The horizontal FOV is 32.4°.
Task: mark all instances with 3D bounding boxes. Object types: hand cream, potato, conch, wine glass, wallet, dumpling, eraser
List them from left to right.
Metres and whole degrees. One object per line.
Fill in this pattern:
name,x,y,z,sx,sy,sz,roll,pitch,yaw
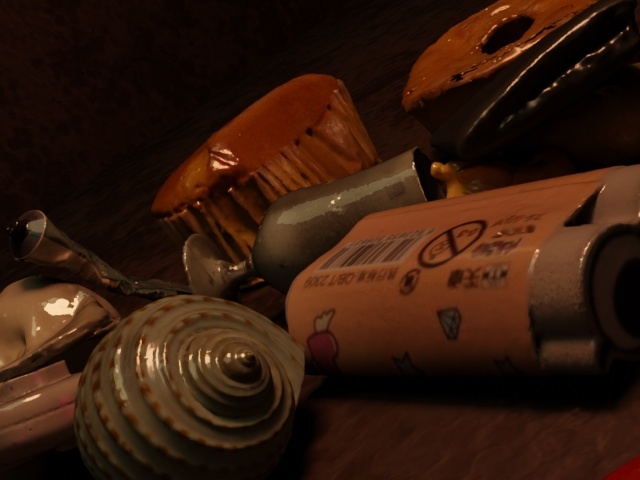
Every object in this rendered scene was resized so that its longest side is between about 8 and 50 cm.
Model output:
dumpling,-0.275,0.110,1.055,0.172,0.142,0.247,-36,0,-23
hand cream,-0.206,0.026,1.100,0.075,0.248,0.052,14,83,45
conch,-0.105,0.109,0.760,0.200,0.131,0.172,-23,36,32
wine glass,0.000,0.000,0.988,0.231,0.103,0.103,-21,17,18
eraser,0.110,0.023,0.748,0.171,0.087,0.290,-42,18,-32
wallet,0.164,-0.122,0.887,0.168,0.052,0.245,-38,5,5
potato,0.226,-0.089,0.885,0.105,0.085,0.188,-19,1,-38

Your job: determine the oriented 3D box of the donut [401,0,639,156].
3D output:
donut,0.212,-0.181,1.148,0.277,0.108,0.277,-28,16,9

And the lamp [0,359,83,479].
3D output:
lamp,-0.287,0.187,0.914,0.246,0.108,0.179,-26,2,8

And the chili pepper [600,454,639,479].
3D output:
chili pepper,0.195,0.087,0.351,0.368,0.092,0.137,-25,10,10

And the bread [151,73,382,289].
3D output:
bread,-0.059,-0.075,1.234,0.204,0.156,0.288,-21,19,39

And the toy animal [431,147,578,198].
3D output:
toy animal,0.168,-0.037,0.872,0.083,0.070,0.159,8,-9,-43
